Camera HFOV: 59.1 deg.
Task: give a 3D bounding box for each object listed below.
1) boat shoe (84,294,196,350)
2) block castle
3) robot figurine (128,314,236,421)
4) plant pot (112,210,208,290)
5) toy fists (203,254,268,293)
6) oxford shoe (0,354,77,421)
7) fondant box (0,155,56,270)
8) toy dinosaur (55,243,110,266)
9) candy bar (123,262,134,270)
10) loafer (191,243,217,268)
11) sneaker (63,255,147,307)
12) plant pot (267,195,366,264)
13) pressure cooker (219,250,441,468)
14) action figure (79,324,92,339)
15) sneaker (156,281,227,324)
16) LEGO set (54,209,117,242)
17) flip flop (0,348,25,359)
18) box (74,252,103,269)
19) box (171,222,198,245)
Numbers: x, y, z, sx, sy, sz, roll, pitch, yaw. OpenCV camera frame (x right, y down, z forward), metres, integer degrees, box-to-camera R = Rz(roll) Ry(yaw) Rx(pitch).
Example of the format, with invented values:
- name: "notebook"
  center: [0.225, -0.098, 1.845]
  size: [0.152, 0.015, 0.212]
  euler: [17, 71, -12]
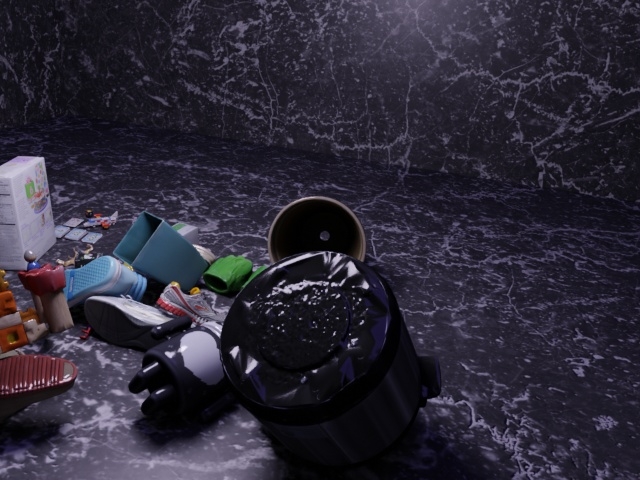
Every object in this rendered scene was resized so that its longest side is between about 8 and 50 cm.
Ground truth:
- name: "boat shoe"
  center: [-0.498, 0.226, 1.560]
  size: [0.320, 0.118, 0.103]
  euler: [14, 18, 11]
- name: "block castle"
  center: [-0.845, 0.166, 1.327]
  size: [0.453, 0.213, 0.303]
  euler: [-18, 9, -32]
- name: "robot figurine"
  center: [-0.306, 0.300, 1.339]
  size: [0.173, 0.209, 0.278]
  euler: [8, 21, 41]
- name: "plant pot"
  center: [-0.485, 0.050, 1.780]
  size: [0.234, 0.165, 0.166]
  euler: [41, -14, -37]
- name: "toy fists"
  center: [-0.237, 0.130, 1.833]
  size: [0.279, 0.096, 0.142]
  euler: [17, 40, 24]
- name: "oxford shoe"
  center: [-0.706, 0.343, 1.227]
  size: [0.348, 0.130, 0.123]
  euler: [-8, 30, -14]
- name: "fondant box"
  center: [-1.011, -0.096, 1.918]
  size: [0.096, 0.330, 0.238]
  euler: [3, 24, -2]
- name: "toy dinosaur"
  center: [-0.813, 0.062, 1.961]
  size: [0.183, 0.053, 0.092]
  euler: [-7, 41, -8]
- name: "candy bar"
  center: [-0.669, 0.072, 1.980]
  size: [0.040, 0.018, 0.161]
  euler: [1, 24, -15]
- name: "loafer"
  center: [-0.493, 0.064, 1.942]
  size: [0.268, 0.102, 0.092]
  euler: [10, 57, 1]
- name: "sneaker"
  center: [-0.657, 0.161, 1.687]
  size: [0.319, 0.208, 0.127]
  euler: [-17, 59, 27]
- name: "plant pot"
  center: [0.000, 0.000, 1.959]
  size: [0.323, 0.323, 0.280]
  euler: [6, 8, 5]
- name: "pressure cooker"
  center: [0.019, 0.273, 1.193]
  size: [0.375, 0.420, 0.370]
  euler: [-44, 50, -15]
- name: "action figure"
  center: [-0.647, 0.234, 1.601]
  size: [0.030, 0.038, 0.115]
  euler: [21, 25, -4]
- name: "sneaker"
  center: [-0.343, 0.188, 1.601]
  size: [0.225, 0.092, 0.088]
  euler: [30, -12, -30]
- name: "LEGO set"
  center: [-0.919, -0.071, 2.215]
  size: [0.182, 0.060, 0.244]
  euler: [9, 24, 2]
- name: "flip flop"
  center: [-0.768, 0.300, 1.372]
  size: [0.112, 0.080, 0.277]
  euler: [-14, 23, -36]
- name: "box"
  center: [-0.773, 0.080, 1.891]
  size: [0.083, 0.062, 0.052]
  euler: [-2, 23, -11]
- name: "box"
  center: [-0.510, 0.002, 2.059]
  size: [0.087, 0.102, 0.101]
  euler: [15, 25, 18]
